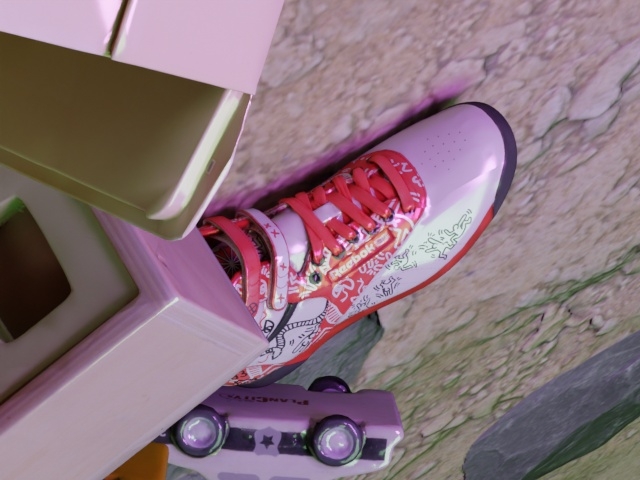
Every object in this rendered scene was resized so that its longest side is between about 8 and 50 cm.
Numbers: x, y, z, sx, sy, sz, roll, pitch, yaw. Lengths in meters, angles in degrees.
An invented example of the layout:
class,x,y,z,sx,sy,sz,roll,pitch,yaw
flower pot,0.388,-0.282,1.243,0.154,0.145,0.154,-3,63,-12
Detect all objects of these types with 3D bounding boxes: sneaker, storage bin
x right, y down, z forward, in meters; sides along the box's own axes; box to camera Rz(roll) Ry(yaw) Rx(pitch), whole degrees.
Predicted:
class,x,y,z,sx,sy,sz,roll,pitch,yaw
sneaker,0.000,0.001,1.238,0.270,0.090,0.145,-39,157,17
storage bin,-0.188,-0.099,0.627,0.262,0.260,0.123,9,102,-55

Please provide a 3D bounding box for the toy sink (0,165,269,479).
class,x,y,z,sx,sy,sz,roll,pitch,yaw
toy sink,-0.177,0.056,1.056,0.234,0.152,0.131,-37,154,10

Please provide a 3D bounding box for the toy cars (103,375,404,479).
class,x,y,z,sx,sy,sz,roll,pitch,yaw
toy cars,-0.115,0.157,1.267,0.394,0.176,0.087,-8,109,-42
